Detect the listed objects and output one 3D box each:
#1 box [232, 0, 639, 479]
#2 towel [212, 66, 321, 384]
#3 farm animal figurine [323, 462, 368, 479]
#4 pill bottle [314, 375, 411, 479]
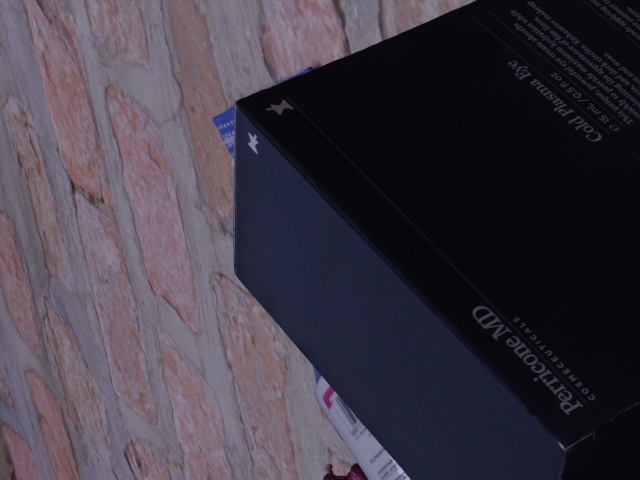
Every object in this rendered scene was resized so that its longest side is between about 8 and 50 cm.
[{"bbox_3d":[0.159,0.009,1.124,0.343,0.312,0.179,48,150,33],"label":"box"},{"bbox_3d":[0.000,0.000,1.743,0.243,0.040,0.336,-15,99,64],"label":"towel"},{"bbox_3d":[0.117,0.366,1.644,0.326,0.330,0.172,23,136,16],"label":"farm animal figurine"},{"bbox_3d":[0.132,0.210,1.531,0.283,0.160,0.160,57,153,18],"label":"pill bottle"}]
